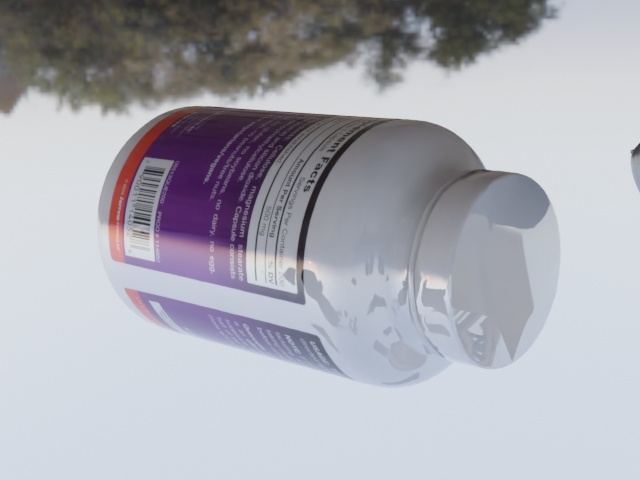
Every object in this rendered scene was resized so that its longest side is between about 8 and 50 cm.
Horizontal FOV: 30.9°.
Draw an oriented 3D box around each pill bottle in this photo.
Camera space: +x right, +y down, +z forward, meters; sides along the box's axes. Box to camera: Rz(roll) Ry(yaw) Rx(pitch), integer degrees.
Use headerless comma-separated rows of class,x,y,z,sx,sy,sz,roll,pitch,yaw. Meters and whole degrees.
pill bottle,0.000,0.000,0.825,0.323,0.181,0.181,10,-162,42

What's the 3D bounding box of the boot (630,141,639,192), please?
boot,0.255,-0.001,0.714,0.077,0.198,0.137,-14,164,-2
